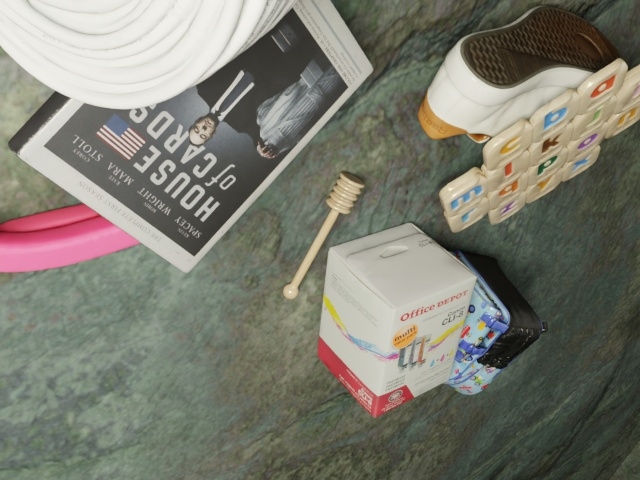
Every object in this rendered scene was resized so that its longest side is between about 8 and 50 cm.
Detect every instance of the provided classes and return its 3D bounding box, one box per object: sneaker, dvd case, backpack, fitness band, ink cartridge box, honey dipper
[{"bbox_3d":[0.217,-0.181,0.743,0.290,0.105,0.123,-19,160,-35],"label":"sneaker"},{"bbox_3d":[-0.082,-0.106,0.505,0.238,0.030,0.179,-49,138,-3],"label":"dvd case"},{"bbox_3d":[0.189,0.119,0.904,0.117,0.158,0.173,11,126,-36],"label":"backpack"},{"bbox_3d":[-0.177,-0.085,0.496,0.291,0.054,0.208,-20,133,-29],"label":"fitness band"},{"bbox_3d":[0.087,0.092,0.805,0.128,0.127,0.176,-18,131,-29],"label":"ink cartridge box"},{"bbox_3d":[0.000,0.000,0.734,0.031,0.030,0.160,7,119,-43],"label":"honey dipper"}]

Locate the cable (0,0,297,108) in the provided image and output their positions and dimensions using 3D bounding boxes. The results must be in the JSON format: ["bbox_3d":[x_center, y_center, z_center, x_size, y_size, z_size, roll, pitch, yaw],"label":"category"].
[{"bbox_3d":[-0.113,-0.197,0.319,0.257,0.257,0.089,-47,-179,45],"label":"cable"}]

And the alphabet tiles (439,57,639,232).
[{"bbox_3d":[0.273,-0.107,0.809,0.284,0.021,0.278,-32,159,6],"label":"alphabet tiles"}]
